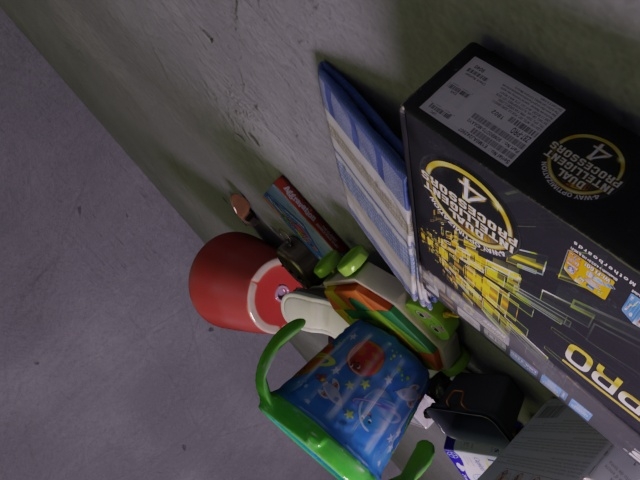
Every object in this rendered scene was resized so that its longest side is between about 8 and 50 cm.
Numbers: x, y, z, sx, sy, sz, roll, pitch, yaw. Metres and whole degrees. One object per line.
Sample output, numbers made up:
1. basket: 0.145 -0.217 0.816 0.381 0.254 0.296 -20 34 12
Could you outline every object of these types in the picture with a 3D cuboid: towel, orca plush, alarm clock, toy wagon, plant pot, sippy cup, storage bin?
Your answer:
1. towel: 0.075 -0.056 0.757 0.209 0.034 0.285 56 171 33
2. orca plush: 0.216 0.282 1.189 0.287 0.102 0.151 26 155 57
3. alarm clock: -0.052 0.042 1.422 0.129 0.064 0.192 32 157 47
4. toy wagon: 0.127 0.121 1.030 0.267 0.068 0.344 44 164 -10
5. plant pot: -0.164 0.120 1.617 0.243 0.275 0.275 9 141 52
6. sippy cup: 0.056 0.264 1.037 0.240 0.224 0.305 28 158 39
7. storage bin: 0.248 0.258 0.992 0.135 0.091 0.098 -10 125 52

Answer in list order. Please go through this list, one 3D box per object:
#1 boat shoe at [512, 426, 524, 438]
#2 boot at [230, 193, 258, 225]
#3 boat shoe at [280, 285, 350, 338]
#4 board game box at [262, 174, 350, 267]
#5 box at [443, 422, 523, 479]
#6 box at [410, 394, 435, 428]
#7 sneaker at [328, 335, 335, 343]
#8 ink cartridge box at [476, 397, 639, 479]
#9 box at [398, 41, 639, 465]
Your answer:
1. boat shoe: 0.381 0.372 1.036 0.073 0.073 0.207 -18 127 30
2. boot: -0.202 -0.080 1.569 0.087 0.042 0.118 31 158 56
3. boat shoe: 0.062 0.165 1.315 0.305 0.091 0.109 17 112 31
4. board game box: 0.000 0.000 1.211 0.281 0.027 0.145 48 165 -4
5. box: 0.318 0.394 1.152 0.137 0.072 0.126 -6 132 37
6. box: 0.184 0.349 1.504 0.169 0.087 0.290 47 167 1
7. sneaker: 0.086 0.268 1.452 0.283 0.107 0.124 -174 80 -80
8. ink cartridge box: 0.270 0.282 0.736 0.060 0.239 0.275 45 166 9
9. box: 0.243 0.060 0.506 0.395 0.097 0.318 41 169 27
